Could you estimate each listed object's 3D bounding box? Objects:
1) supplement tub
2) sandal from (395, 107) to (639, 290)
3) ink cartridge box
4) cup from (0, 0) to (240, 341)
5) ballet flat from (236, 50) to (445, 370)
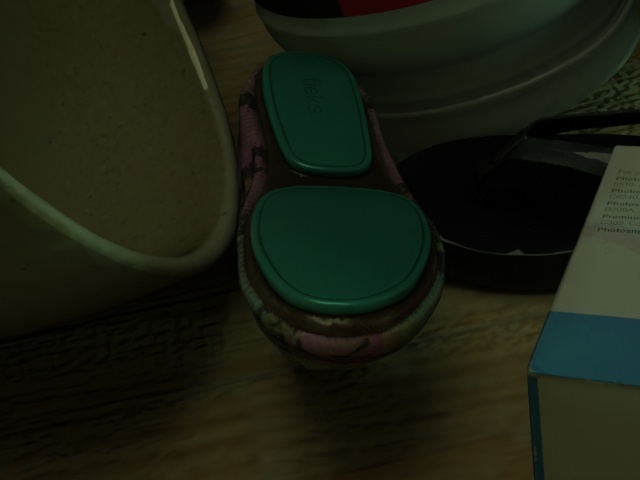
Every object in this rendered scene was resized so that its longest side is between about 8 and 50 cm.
[{"bbox_3d":[0.037,-0.198,0.606,0.191,0.272,0.191,-17,30,10],"label":"supplement tub"},{"bbox_3d":[0.148,-0.027,0.534,0.254,0.054,0.097,0,34,17],"label":"sandal"},{"bbox_3d":[0.127,0.036,0.410,0.090,0.092,0.143,6,37,23],"label":"ink cartridge box"},{"bbox_3d":[-0.221,-0.079,0.530,0.237,0.331,0.331,-29,29,16],"label":"cup"},{"bbox_3d":[0.000,0.000,0.515,0.077,0.079,0.221,3,30,-10],"label":"ballet flat"}]
